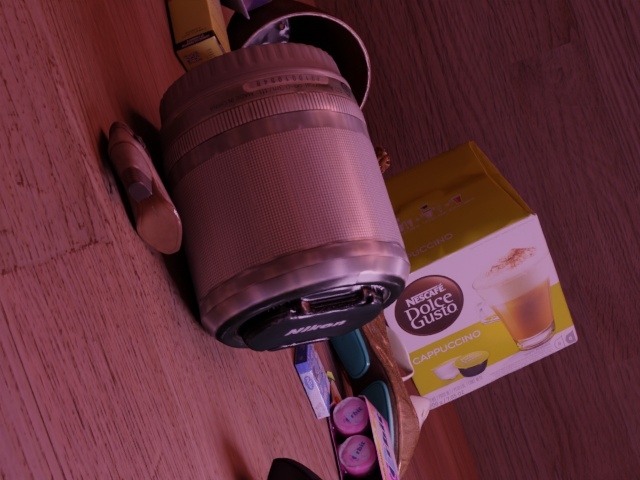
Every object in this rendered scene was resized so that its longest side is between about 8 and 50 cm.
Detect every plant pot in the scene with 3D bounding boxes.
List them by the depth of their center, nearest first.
[{"bbox_3d":[-0.062,-0.280,1.769,0.215,0.215,0.230,65,-4,-34],"label":"plant pot"}]

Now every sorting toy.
[{"bbox_3d":[0.024,0.235,1.734,0.062,0.012,0.083,-92,162,-62],"label":"sorting toy"}]

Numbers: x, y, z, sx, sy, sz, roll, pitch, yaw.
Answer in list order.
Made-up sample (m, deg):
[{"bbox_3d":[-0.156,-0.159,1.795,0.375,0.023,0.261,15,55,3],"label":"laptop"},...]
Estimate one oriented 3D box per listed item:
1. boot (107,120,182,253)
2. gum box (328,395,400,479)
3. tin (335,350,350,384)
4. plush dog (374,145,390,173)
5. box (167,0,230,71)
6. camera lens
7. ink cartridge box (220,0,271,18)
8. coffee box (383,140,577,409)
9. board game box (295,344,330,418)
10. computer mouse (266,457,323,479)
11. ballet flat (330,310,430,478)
[{"bbox_3d":[-0.164,-0.053,1.084,0.118,0.042,0.087,72,-3,-48],"label":"boot"},{"bbox_3d":[0.068,0.320,1.644,0.107,0.062,0.188,57,18,-53],"label":"gum box"},{"bbox_3d":[0.051,0.171,1.987,0.190,0.040,0.106,-90,155,-65],"label":"tin"},{"bbox_3d":[-0.061,-0.102,1.448,0.225,0.210,0.262,44,10,-5],"label":"plush dog"},{"bbox_3d":[-0.170,-0.324,1.565,0.087,0.058,0.232,59,15,-58],"label":"box"},{"bbox_3d":[-0.041,-0.037,1.207,0.219,0.219,0.274,46,26,-71],"label":"camera lens"},{"bbox_3d":[-0.161,-0.484,1.691,0.304,0.072,0.307,69,-10,-20],"label":"ink cartridge box"},{"bbox_3d":[0.259,0.063,2.334,0.338,0.337,0.334,-116,-179,-56],"label":"coffee box"},{"bbox_3d":[-0.010,0.185,1.603,0.090,0.020,0.090,-89,160,-67],"label":"board game box"},{"bbox_3d":[0.024,0.338,1.140,0.184,0.060,0.262,22,-39,44],"label":"computer mouse"},{"bbox_3d":[0.101,0.227,1.829,0.124,0.116,0.342,4,53,-34],"label":"ballet flat"}]
